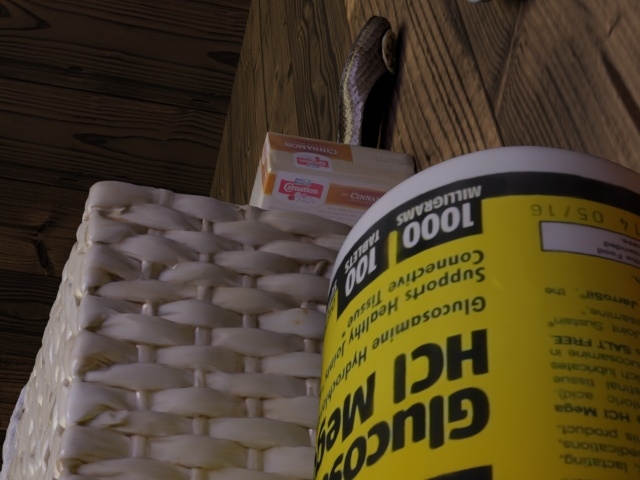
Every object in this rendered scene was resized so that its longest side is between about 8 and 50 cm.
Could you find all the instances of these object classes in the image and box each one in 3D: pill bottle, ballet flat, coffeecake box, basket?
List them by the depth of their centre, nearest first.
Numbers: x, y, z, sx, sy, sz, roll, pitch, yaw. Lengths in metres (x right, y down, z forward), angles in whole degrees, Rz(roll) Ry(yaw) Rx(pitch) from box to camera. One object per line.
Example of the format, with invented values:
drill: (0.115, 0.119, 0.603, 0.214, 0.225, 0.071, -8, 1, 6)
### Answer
pill bottle: (0.087, 0.130, 0.558, 0.334, 0.187, 0.188, -86, 10, -49)
basket: (-0.024, 0.172, 0.817, 0.328, 0.331, 0.266, -93, 17, -46)
coffeecake box: (0.000, 0.000, 1.325, 0.068, 0.142, 0.186, -97, 19, -53)
ballet flat: (0.046, -0.105, 1.429, 0.084, 0.058, 0.250, 16, -93, -65)

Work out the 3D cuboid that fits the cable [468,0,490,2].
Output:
cable: (0.127, -0.305, 1.034, 0.257, 0.089, 0.257, 122, 154, -66)
